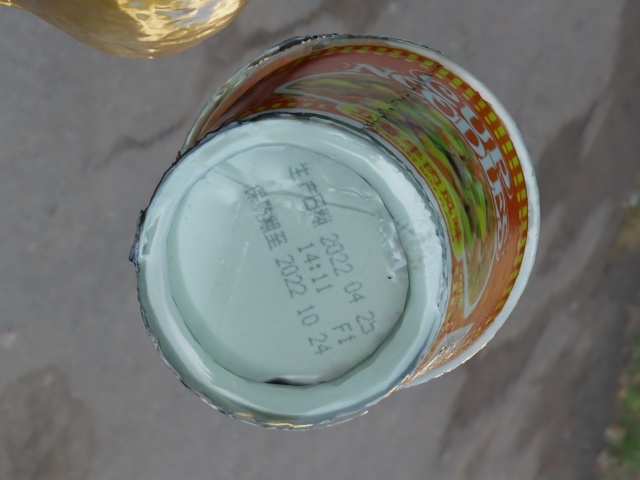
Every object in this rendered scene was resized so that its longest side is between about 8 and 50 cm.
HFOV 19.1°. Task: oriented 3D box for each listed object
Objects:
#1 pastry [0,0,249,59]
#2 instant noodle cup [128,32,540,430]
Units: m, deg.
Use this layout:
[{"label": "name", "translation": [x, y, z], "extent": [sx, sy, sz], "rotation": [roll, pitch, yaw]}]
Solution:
[{"label": "pastry", "translation": [-0.170, -0.249, 1.098], "extent": [0.164, 0.356, 0.356], "rotation": [-45, 150, -22]}, {"label": "instant noodle cup", "translation": [0.000, 0.000, 0.861], "extent": [0.212, 0.193, 0.193], "rotation": [-40, 153, -79]}]
